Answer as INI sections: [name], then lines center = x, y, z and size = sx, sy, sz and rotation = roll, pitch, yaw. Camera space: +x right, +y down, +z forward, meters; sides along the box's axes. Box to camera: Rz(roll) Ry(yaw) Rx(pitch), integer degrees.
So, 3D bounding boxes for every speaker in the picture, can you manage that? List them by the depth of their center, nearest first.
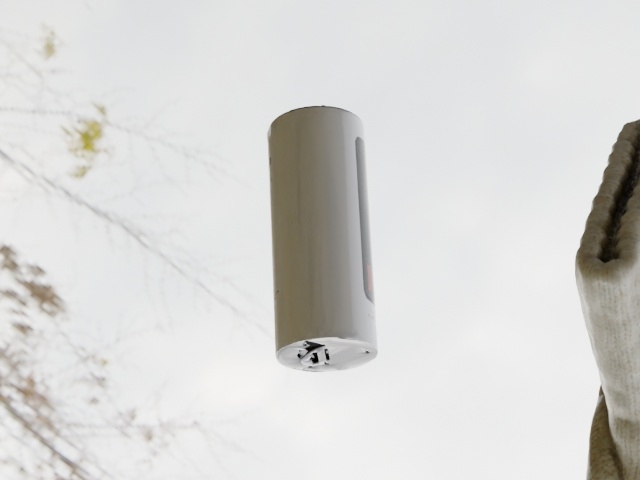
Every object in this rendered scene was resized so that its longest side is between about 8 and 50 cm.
[speaker]
center = 0.000, 0.000, 0.735
size = 0.055, 0.055, 0.136
rotation = -18, -119, 30

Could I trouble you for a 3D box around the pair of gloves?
[pair of gloves]
center = 0.141, 0.019, 0.504
size = 0.042, 0.204, 0.240
rotation = 6, -144, 22
